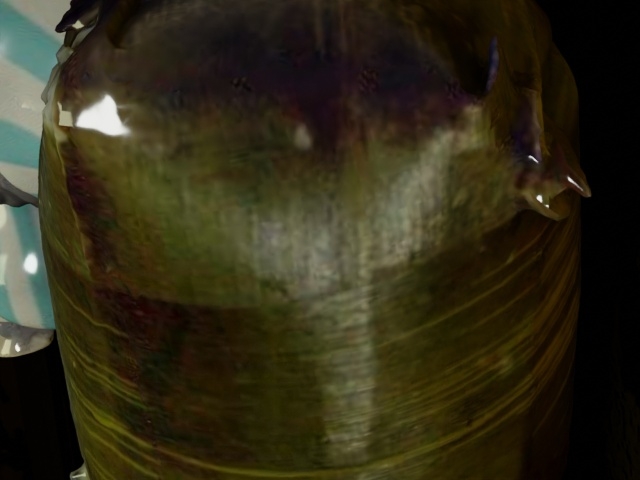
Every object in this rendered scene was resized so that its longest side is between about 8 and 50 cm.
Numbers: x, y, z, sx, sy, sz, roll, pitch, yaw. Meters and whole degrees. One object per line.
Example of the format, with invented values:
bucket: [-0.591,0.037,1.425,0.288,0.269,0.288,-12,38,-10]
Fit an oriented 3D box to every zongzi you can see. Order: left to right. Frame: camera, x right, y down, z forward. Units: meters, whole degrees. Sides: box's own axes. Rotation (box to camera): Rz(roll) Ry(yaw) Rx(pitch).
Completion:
zongzi: [-0.014,0.000,0.766,0.432,0.207,0.403,-105,9,-57]

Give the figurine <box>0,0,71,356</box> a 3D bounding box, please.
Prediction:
figurine: [-0.152,-0.066,1.040,0.377,0.266,0.361,-141,37,-66]
